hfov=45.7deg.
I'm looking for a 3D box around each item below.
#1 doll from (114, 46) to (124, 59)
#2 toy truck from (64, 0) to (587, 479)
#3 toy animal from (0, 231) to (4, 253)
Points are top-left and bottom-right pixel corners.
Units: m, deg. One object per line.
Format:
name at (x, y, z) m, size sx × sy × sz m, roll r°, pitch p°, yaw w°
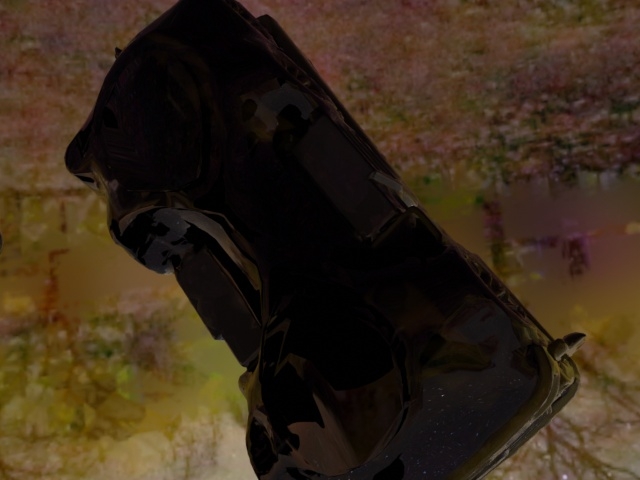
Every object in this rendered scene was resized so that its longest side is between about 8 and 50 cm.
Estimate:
doll at (-0.133, -0.153, 0.820) m, size 0.180 × 0.107 × 0.110 m, roll 16°, pitch 130°, yaw -30°
toy truck at (0.000, 0.000, 0.550) m, size 0.181 × 0.405 × 0.254 m, roll -47°, pitch 150°, yaw 16°
toy animal at (-0.243, 0.095, 0.440) m, size 0.090 × 0.324 × 0.195 m, roll 25°, pitch 144°, yaw -26°
